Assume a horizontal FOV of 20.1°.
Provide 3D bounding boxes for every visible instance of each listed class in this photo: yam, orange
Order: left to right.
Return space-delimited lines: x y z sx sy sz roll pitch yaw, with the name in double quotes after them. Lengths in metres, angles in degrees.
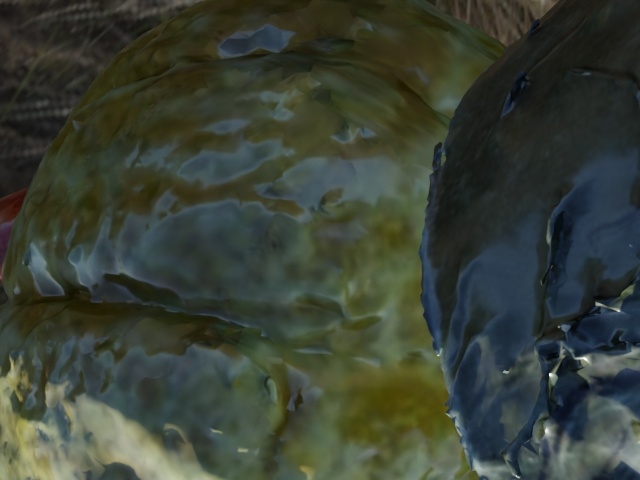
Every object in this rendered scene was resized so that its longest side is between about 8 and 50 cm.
0.000 0.000 0.816 0.271 0.368 0.210 17 129 5 "orange"
0.209 -0.042 0.521 0.241 0.241 0.348 41 129 -9 "yam"

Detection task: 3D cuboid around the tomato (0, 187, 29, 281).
-0.142 0.003 1.272 0.166 0.174 0.082 40 115 5 "tomato"
